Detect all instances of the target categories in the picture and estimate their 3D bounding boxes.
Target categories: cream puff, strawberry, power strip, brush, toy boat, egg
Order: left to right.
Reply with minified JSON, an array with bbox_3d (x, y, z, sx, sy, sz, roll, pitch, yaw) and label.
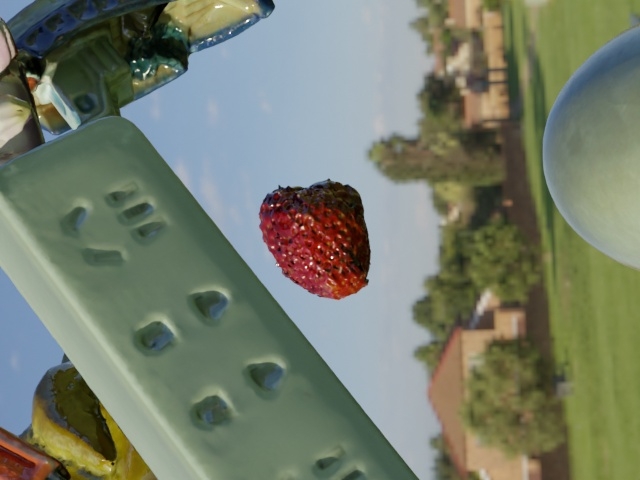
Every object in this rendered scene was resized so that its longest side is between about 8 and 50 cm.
[{"bbox_3d":[-0.342,0.188,1.295,0.051,0.323,0.070,-62,-14,-16],"label":"brush"},{"bbox_3d":[-0.151,-0.138,1.028,0.115,0.262,0.114,44,154,21],"label":"toy boat"},{"bbox_3d":[-0.196,0.249,1.477,0.270,0.323,0.274,-29,-57,-51],"label":"cream puff"},{"bbox_3d":[-0.025,0.100,0.635,0.385,0.091,0.062,50,152,19],"label":"power strip"},{"bbox_3d":[0.000,0.000,0.991,0.083,0.083,0.096,79,165,-57],"label":"strawberry"},{"bbox_3d":[0.362,-0.093,1.264,0.352,0.258,0.259,-1,92,60],"label":"egg"}]

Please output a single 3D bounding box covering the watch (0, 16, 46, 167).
[{"bbox_3d":[-0.289,-0.056,0.831,0.196,0.231,0.244,13,124,66],"label":"watch"}]
